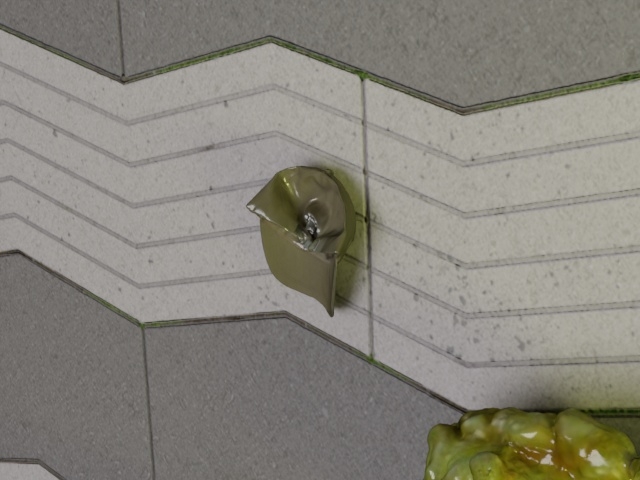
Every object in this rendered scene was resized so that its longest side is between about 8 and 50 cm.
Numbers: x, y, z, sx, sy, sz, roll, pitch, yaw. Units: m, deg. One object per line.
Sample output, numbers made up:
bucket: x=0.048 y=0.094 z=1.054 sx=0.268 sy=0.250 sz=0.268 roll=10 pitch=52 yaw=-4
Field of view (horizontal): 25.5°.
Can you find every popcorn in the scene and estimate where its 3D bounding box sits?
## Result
popcorn: x=0.238 y=0.330 z=1.646 sx=0.279 sy=0.274 sz=0.335 roll=-59 pitch=22 yaw=-9

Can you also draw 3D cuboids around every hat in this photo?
hat: x=0.000 y=0.000 z=1.949 sx=0.166 sy=0.144 sz=0.173 roll=32 pitch=166 yaw=32
